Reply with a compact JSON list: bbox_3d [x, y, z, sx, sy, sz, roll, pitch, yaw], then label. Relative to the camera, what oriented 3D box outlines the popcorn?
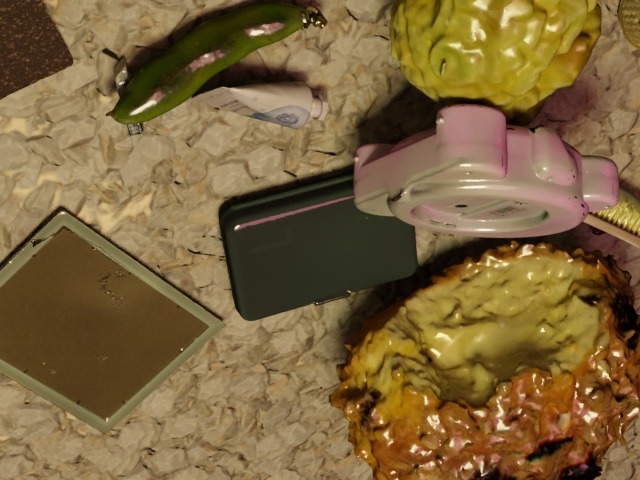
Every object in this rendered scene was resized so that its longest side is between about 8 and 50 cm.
[{"bbox_3d":[0.190,-0.236,1.506,0.237,0.206,0.251,-45,135,-21],"label":"popcorn"}]

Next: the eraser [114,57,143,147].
[{"bbox_3d":[-0.203,-0.147,1.535,0.019,0.027,0.099,-13,127,-2],"label":"eraser"}]

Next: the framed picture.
[{"bbox_3d":[-0.277,0.100,1.691,0.216,0.016,0.273,-41,127,12],"label":"framed picture"}]

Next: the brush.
[{"bbox_3d":[0.285,-0.066,1.764,0.312,0.072,0.067,20,92,-28],"label":"brush"}]

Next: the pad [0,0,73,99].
[{"bbox_3d":[-0.429,-0.178,1.413,0.330,0.004,0.220,-25,141,-3],"label":"pad"}]

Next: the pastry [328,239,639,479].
[{"bbox_3d":[0.222,0.196,1.779,0.405,0.292,0.337,-26,140,-14],"label":"pastry"}]

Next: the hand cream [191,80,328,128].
[{"bbox_3d":[-0.059,-0.150,1.565,0.142,0.084,0.053,2,85,-28],"label":"hand cream"}]

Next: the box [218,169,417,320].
[{"bbox_3d":[0.000,0.000,1.702,0.230,0.050,0.160,-16,128,-10],"label":"box"}]

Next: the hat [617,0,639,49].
[{"bbox_3d":[0.423,-0.266,1.660,0.146,0.067,0.146,-10,127,-14],"label":"hat"}]

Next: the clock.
[{"bbox_3d":[0.183,-0.065,1.579,0.247,0.090,0.227,11,164,-29],"label":"clock"}]

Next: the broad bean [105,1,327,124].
[{"bbox_3d":[-0.115,-0.195,1.509,0.254,0.046,0.065,-30,97,-9],"label":"broad bean"}]
